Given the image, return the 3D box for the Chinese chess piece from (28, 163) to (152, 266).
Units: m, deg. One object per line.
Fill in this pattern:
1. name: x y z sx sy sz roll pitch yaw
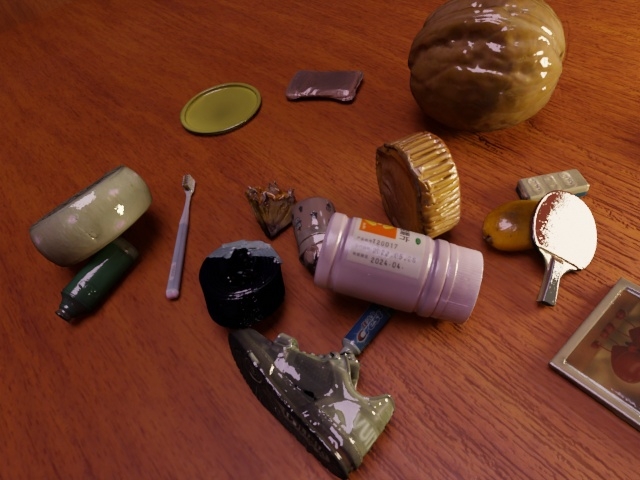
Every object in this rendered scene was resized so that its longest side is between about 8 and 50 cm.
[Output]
1. Chinese chess piece: -0.478 -0.055 0.987 0.250 0.101 0.250 -27 25 14

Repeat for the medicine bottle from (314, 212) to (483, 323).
1. medicine bottle: 0.123 0.046 0.772 0.249 0.133 0.133 16 54 6

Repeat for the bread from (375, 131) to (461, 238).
1. bread: 0.185 -0.102 0.876 0.104 0.199 0.199 -23 49 -12

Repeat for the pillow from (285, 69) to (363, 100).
1. pillow: 0.008 -0.431 1.297 0.211 0.034 0.135 8 57 20

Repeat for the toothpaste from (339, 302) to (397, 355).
1. toothpaste: 0.093 0.131 0.806 0.057 0.035 0.197 33 61 21

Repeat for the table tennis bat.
1. table tennis bat: 0.412 0.012 0.810 0.130 0.019 0.220 27 70 -6

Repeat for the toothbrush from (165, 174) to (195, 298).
1. toothbrush: -0.301 -0.019 1.023 0.025 0.030 0.342 -12 51 8

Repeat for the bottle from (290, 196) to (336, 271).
1. bottle: -0.001 0.000 0.903 0.098 0.099 0.152 -15 58 0

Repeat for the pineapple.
1. pineapple: -0.093 -0.061 0.976 0.137 0.116 0.069 11 13 -31

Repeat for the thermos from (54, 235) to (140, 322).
1. thermos: -0.458 0.077 0.949 0.083 0.073 0.188 17 57 23

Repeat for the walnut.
1. walnut: 0.349 -0.391 1.026 0.332 0.333 0.333 -6 50 7

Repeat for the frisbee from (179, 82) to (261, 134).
1. frisbee: -0.279 -0.371 1.320 0.235 0.017 0.236 -6 49 7

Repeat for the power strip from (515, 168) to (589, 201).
1. power strip: 0.455 -0.104 0.922 0.123 0.032 0.056 -11 51 2

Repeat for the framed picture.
1. framed picture: 0.515 0.199 0.666 0.211 0.020 0.289 -39 54 -19

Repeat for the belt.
1. belt: -0.139 0.069 0.854 0.151 0.078 0.198 -12 30 -6

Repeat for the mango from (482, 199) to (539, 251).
1. mango: 0.378 -0.031 0.863 0.187 0.066 0.101 -13 49 -9

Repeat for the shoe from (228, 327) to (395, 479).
1. shoe: -0.012 0.210 0.727 0.149 0.109 0.293 -31 48 -27
